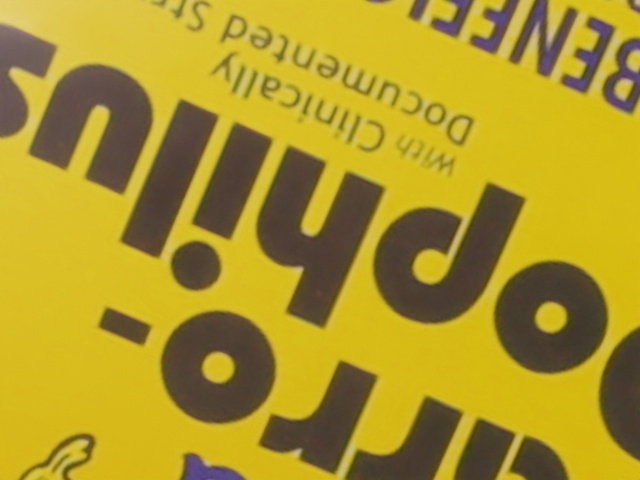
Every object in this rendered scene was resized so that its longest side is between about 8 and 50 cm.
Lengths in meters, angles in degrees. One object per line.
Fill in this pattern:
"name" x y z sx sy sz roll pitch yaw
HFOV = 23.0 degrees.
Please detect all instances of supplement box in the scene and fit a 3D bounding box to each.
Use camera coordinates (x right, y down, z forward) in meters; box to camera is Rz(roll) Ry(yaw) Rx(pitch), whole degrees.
"supplement box" 0.000 0.000 0.409 0.194 0.195 0.356 23 96 -2
